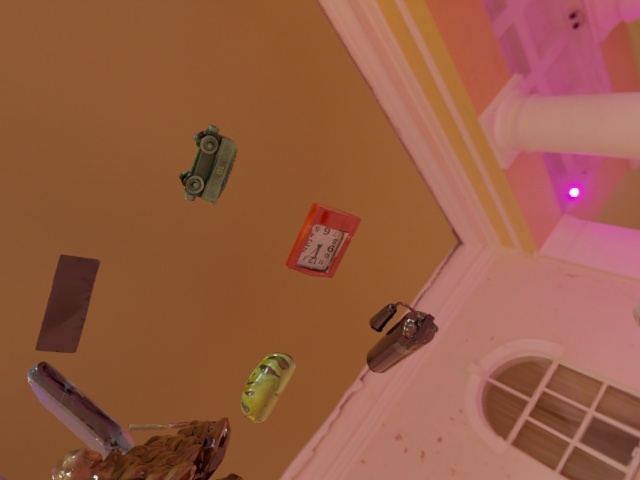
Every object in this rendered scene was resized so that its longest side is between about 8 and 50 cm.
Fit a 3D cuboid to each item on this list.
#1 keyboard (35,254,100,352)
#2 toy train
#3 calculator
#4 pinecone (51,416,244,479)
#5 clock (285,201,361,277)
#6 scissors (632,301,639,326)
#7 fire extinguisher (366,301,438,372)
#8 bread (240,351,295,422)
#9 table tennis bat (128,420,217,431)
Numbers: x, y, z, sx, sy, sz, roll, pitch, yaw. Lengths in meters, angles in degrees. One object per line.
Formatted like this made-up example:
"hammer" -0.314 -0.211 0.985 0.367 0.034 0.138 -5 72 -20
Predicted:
"keyboard" -0.487 0.124 0.936 0.074 0.015 0.197 14 -83 -30
"toy train" -0.242 -0.162 1.060 0.099 0.070 0.172 16 -77 -33
"calculator" -0.495 0.360 1.000 0.051 0.293 0.173 -46 -14 -39
"pinecone" -0.115 0.262 0.314 0.263 0.264 0.265 -10 -72 -34
"clock" 0.000 0.000 1.022 0.113 0.061 0.155 15 -71 -31
"scissors" 0.542 0.049 0.656 0.118 0.031 0.242 13 -50 -4
"fire extinguisher" 0.067 0.082 0.429 0.035 0.173 0.049 -7 -113 -11
"bread" -0.103 0.277 0.931 0.139 0.071 0.130 -59 -11 -9
"table tennis bat" -0.254 0.326 0.853 0.156 0.087 0.013 4 -113 -19
